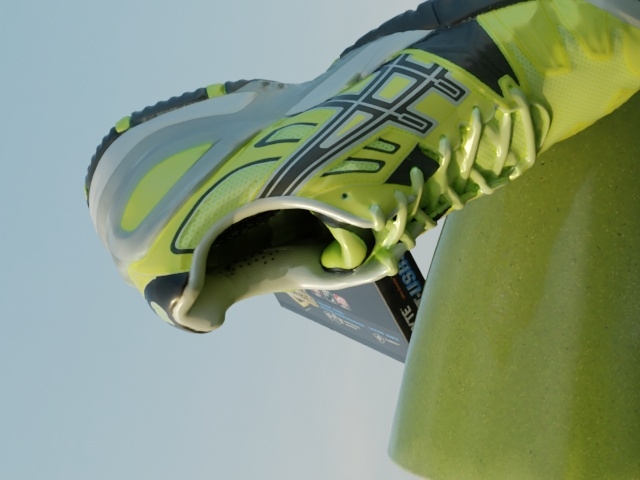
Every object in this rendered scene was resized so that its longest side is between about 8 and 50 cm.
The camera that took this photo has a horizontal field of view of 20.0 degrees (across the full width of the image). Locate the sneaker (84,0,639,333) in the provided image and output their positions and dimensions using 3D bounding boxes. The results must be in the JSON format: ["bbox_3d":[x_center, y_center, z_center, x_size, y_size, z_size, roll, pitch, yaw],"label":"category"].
[{"bbox_3d":[0.049,-0.046,1.155,0.145,0.384,0.147,68,178,-49],"label":"sneaker"}]

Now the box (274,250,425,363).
[{"bbox_3d":[0.000,0.000,2.207,0.073,0.295,0.293,-45,-51,-19],"label":"box"}]

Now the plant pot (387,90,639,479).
[{"bbox_3d":[0.196,0.022,1.330,0.275,0.274,0.294,-22,-63,-78],"label":"plant pot"}]
